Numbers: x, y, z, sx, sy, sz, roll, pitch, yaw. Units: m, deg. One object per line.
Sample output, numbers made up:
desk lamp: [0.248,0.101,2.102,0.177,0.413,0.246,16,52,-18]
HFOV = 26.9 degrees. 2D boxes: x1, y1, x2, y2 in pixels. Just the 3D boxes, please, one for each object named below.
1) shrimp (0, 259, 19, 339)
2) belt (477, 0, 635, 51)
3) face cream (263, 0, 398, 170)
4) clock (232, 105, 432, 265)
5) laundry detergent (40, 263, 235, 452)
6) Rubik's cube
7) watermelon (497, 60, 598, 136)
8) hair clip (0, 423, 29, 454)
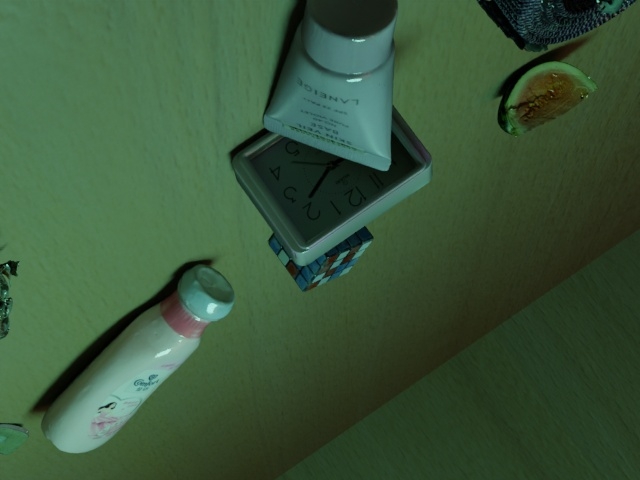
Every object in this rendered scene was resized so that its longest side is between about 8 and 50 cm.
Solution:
shrimp: [-0.346,0.053,1.367,0.073,0.075,0.190,2,141,-11]
belt: [0.313,-0.352,1.488,0.260,0.122,0.325,-20,156,-24]
face cream: [0.017,-0.169,1.406,0.274,0.154,0.096,100,8,-62]
clock: [0.013,-0.086,1.558,0.197,0.150,0.063,-34,167,-6]
laundry detergent: [-0.244,0.164,1.836,0.335,0.088,0.159,-44,166,25]
Rubik's cube: [0.000,0.000,1.867,0.092,0.092,0.092,-24,160,-38]
watermelon: [0.314,-0.222,1.940,0.163,0.087,0.069,-31,132,-22]
hair clip: [-0.453,0.277,1.843,0.054,0.022,0.137,-40,163,10]
